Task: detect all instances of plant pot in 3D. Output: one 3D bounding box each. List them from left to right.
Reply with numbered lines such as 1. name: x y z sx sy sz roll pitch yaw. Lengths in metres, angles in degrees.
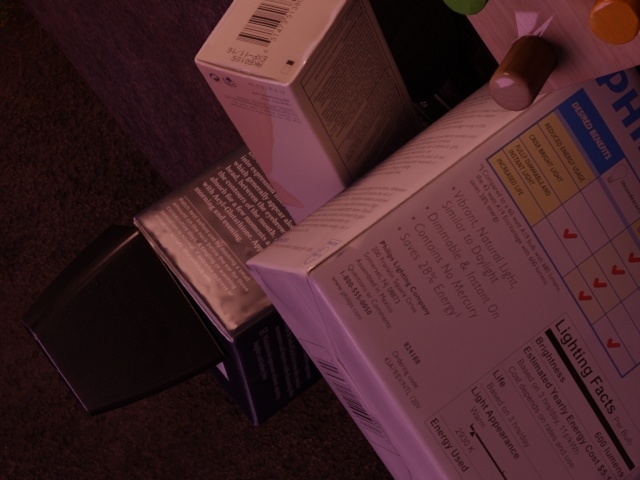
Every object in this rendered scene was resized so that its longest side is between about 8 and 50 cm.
1. plant pot: -0.250 0.103 1.509 0.187 0.167 0.188 58 166 -11

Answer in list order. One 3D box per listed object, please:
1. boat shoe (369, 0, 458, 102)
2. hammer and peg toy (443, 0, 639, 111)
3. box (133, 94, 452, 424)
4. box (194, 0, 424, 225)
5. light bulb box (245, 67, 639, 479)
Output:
1. boat shoe: 0.037 -0.270 1.352 0.320 0.118 0.103 40 -178 -39
2. hammer and peg toy: 0.150 -0.266 0.836 0.266 0.127 0.361 -13 123 45
3. box: 0.000 0.000 1.609 0.212 0.395 0.293 49 164 23
4. box: 0.007 -0.129 1.324 0.121 0.148 0.311 18 155 31
5. light bulb box: 0.188 0.060 1.224 0.358 0.361 0.225 57 167 -13
